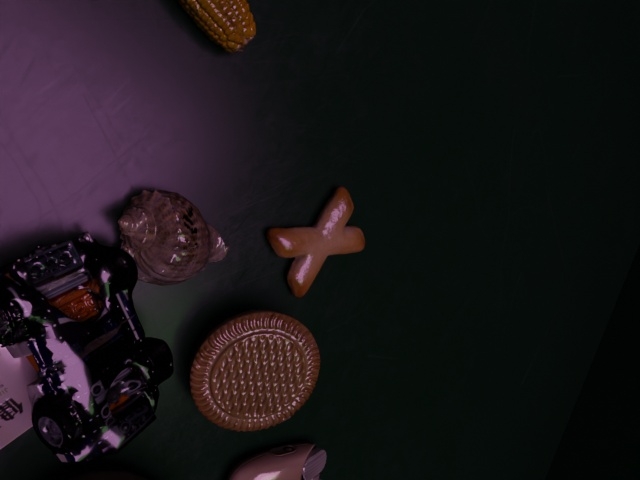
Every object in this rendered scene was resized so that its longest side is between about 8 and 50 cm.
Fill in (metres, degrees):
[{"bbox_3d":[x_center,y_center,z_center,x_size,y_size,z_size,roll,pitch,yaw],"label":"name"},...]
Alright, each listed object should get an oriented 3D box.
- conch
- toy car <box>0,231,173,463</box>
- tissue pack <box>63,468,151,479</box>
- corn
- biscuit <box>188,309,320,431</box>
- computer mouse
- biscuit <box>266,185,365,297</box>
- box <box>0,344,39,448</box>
[{"bbox_3d":[-0.240,0.005,0.696,0.155,0.130,0.207,-40,153,15],"label":"conch"},{"bbox_3d":[-0.324,0.149,0.586,0.193,0.118,0.300,-38,114,-62],"label":"toy car"},{"bbox_3d":[-0.362,0.538,0.592,0.387,0.267,0.277,-53,124,-14],"label":"tissue pack"},{"bbox_3d":[-0.200,-0.413,0.618,0.102,0.102,0.312,-47,125,-20],"label":"corn"},{"bbox_3d":[-0.118,0.245,0.806,0.259,0.079,0.258,-5,106,-20],"label":"biscuit"},{"bbox_3d":[-0.089,0.513,0.913,0.237,0.082,0.145,8,94,-37],"label":"computer mouse"},{"bbox_3d":[0.000,0.001,0.891,0.208,0.047,0.164,-35,118,-26],"label":"biscuit"},{"bbox_3d":[-0.493,0.217,0.556,0.261,0.062,0.175,-38,120,-26],"label":"box"}]
